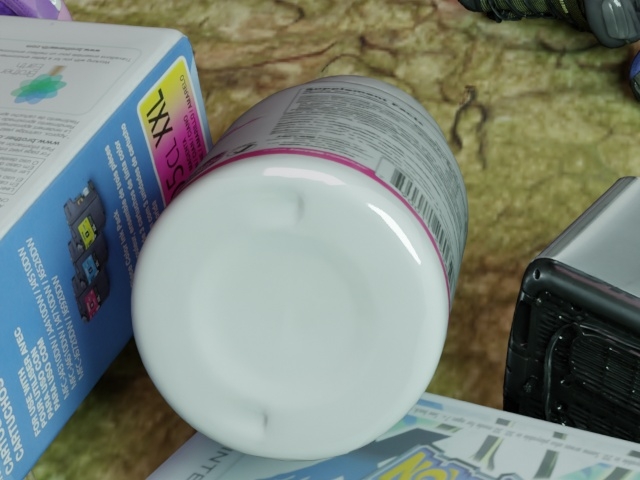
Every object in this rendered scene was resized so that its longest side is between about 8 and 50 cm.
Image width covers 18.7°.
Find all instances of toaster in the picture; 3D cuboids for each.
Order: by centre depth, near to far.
[{"bbox_3d":[0.185,0.075,1.054,0.185,0.168,0.110,25,46,25],"label":"toaster"}]

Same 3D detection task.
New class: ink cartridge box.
[{"bbox_3d":[-0.266,0.031,1.092,0.270,0.151,0.395,7,38,26],"label":"ink cartridge box"}]

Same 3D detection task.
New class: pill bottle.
[{"bbox_3d":[0.000,0.000,1.085,0.160,0.160,0.283,4,16,7],"label":"pill bottle"}]

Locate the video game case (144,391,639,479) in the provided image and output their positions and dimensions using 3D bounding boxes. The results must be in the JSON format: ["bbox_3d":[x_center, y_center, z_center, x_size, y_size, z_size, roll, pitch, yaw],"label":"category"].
[{"bbox_3d":[0.020,0.178,0.963,0.329,0.036,0.300,11,38,37],"label":"video game case"}]

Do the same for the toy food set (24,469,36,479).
[{"bbox_3d":[-0.220,0.156,1.073,0.132,0.038,0.192,-21,33,-18],"label":"toy food set"}]

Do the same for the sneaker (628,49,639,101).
[{"bbox_3d":[0.294,-0.159,1.382,0.221,0.083,0.087,-36,26,-26],"label":"sneaker"}]

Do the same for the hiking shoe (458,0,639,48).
[{"bbox_3d":[0.158,-0.182,1.401,0.114,0.086,0.227,-23,27,0],"label":"hiking shoe"}]

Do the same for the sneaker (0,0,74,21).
[{"bbox_3d":[-0.287,-0.151,1.382,0.236,0.095,0.104,12,50,22],"label":"sneaker"}]
